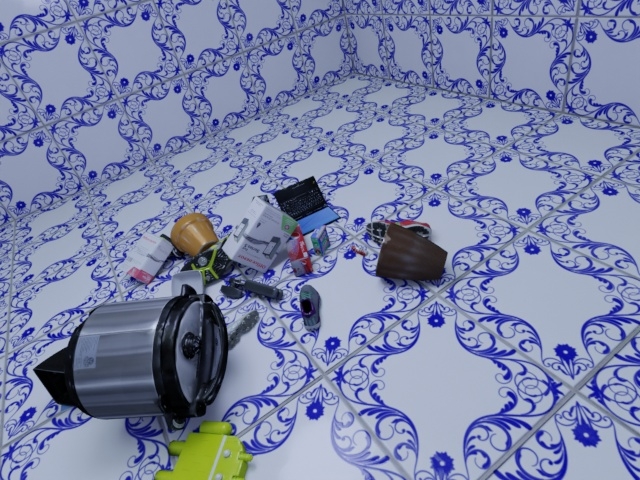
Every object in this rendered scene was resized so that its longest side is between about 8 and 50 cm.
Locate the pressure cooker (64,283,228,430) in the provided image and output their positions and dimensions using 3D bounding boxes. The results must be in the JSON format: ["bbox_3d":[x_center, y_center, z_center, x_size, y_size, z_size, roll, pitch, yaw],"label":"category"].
[{"bbox_3d":[-0.493,0.362,1.250,0.421,0.369,0.375,-7,17,7],"label":"pressure cooker"}]

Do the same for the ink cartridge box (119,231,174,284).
[{"bbox_3d":[-0.832,0.080,1.921,0.159,0.092,0.217,18,72,36],"label":"ink cartridge box"}]

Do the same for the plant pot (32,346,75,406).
[{"bbox_3d":[-0.836,0.459,1.415,0.188,0.187,0.167,1,33,13],"label":"plant pot"}]

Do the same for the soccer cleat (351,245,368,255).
[{"bbox_3d":[0.168,0.041,1.722,0.036,0.029,0.083,-31,42,-33],"label":"soccer cleat"}]

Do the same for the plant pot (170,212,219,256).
[{"bbox_3d":[-0.579,0.000,1.921,0.205,0.205,0.188,-35,56,-24],"label":"plant pot"}]

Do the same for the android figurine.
[{"bbox_3d":[-0.320,0.630,1.118,0.273,0.056,0.248,-4,38,18],"label":"android figurine"}]

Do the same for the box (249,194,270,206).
[{"bbox_3d":[-0.293,-0.117,1.992,0.078,0.147,0.180,-8,37,11],"label":"box"}]

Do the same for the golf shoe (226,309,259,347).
[{"bbox_3d":[-0.312,0.318,1.509,0.086,0.069,0.176,15,45,42],"label":"golf shoe"}]

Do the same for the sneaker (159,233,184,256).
[{"bbox_3d":[-0.769,0.049,2.029,0.235,0.084,0.097,30,80,45],"label":"sneaker"}]

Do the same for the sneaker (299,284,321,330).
[{"bbox_3d":[-0.042,0.224,1.501,0.083,0.098,0.223,-16,37,0],"label":"sneaker"}]

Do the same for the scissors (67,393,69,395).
[{"bbox_3d":[-0.853,0.482,1.530,0.297,0.021,0.109,-36,50,-21],"label":"scissors"}]

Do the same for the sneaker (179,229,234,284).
[{"bbox_3d":[-0.460,0.085,1.833,0.385,0.145,0.147,-34,2,-10],"label":"sneaker"}]

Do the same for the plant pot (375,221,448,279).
[{"bbox_3d":[0.348,0.062,1.505,0.231,0.215,0.215,15,45,15],"label":"plant pot"}]

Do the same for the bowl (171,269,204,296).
[{"bbox_3d":[-0.562,0.204,1.715,0.142,0.053,0.141,-9,76,7],"label":"bowl"}]

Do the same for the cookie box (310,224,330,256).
[{"bbox_3d":[0.000,0.000,1.767,0.040,0.107,0.091,5,42,26],"label":"cookie box"}]

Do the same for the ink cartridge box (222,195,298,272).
[{"bbox_3d":[-0.257,-0.020,1.719,0.272,0.198,0.115,-56,43,5],"label":"ink cartridge box"}]

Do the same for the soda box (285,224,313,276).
[{"bbox_3d":[-0.102,0.037,1.768,0.084,0.092,0.263,-17,37,-1],"label":"soda box"}]

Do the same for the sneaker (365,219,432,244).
[{"bbox_3d":[0.338,-0.041,1.731,0.279,0.107,0.118,5,23,21],"label":"sneaker"}]

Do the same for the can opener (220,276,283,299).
[{"bbox_3d":[-0.283,0.205,1.653,0.281,0.074,0.093,6,76,29],"label":"can opener"}]

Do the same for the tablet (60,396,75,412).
[{"bbox_3d":[-0.881,0.573,1.429,0.083,0.006,0.054,-22,41,-9],"label":"tablet"}]

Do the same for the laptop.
[{"bbox_3d":[-0.068,-0.174,1.991,0.235,0.264,0.136,-26,1,-14],"label":"laptop"}]
